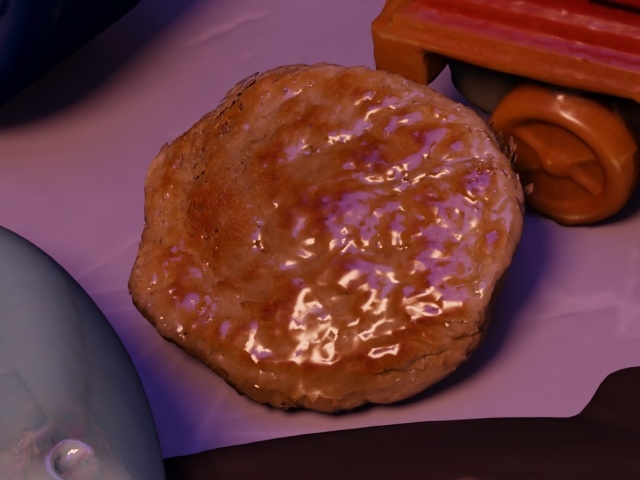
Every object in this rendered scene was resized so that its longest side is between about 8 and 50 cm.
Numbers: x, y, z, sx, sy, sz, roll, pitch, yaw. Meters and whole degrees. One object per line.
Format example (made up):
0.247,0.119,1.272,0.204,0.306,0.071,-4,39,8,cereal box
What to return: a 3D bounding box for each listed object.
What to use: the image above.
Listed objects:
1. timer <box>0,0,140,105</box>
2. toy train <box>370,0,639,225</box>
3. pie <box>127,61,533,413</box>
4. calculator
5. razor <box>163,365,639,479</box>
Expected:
-0.121,-0.251,1.063,0.270,0.270,0.383,23,37,32,timer
0.178,-0.121,0.838,0.369,0.231,0.163,17,52,28,toy train
0.000,0.000,0.861,0.193,0.079,0.163,21,65,32,pie
-0.206,0.080,0.753,0.256,0.054,0.386,-31,22,-11,calculator
0.003,0.153,0.669,0.349,0.113,0.204,-12,39,-1,razor
